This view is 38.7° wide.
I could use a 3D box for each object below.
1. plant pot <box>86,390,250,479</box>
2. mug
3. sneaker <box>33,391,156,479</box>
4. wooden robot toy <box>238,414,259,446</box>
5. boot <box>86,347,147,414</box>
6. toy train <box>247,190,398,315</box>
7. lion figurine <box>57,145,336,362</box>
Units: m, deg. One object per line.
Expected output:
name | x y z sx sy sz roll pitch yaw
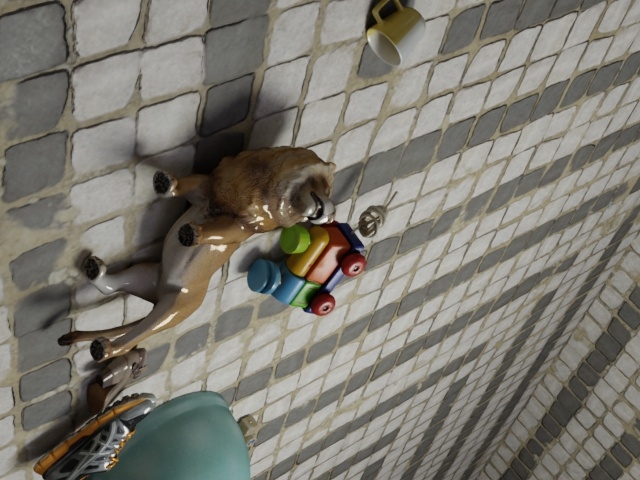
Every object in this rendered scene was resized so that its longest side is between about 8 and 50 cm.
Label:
plant pot | -0.240 0.441 1.629 0.293 0.196 0.293 -32 152 -19
mug | 0.103 -0.274 1.184 0.064 0.062 0.078 -44 161 -13
sneaker | -0.336 0.313 1.414 0.215 0.083 0.084 -37 180 2
wooden robot toy | -0.164 0.438 1.853 0.076 0.079 0.173 5 128 -55
boot | -0.304 0.211 1.382 0.087 0.042 0.118 -28 158 -41
toy train | 0.000 0.000 1.419 0.143 0.105 0.248 14 121 -43
lion figurine | -0.162 0.014 1.207 0.392 0.142 0.240 -39 164 27
